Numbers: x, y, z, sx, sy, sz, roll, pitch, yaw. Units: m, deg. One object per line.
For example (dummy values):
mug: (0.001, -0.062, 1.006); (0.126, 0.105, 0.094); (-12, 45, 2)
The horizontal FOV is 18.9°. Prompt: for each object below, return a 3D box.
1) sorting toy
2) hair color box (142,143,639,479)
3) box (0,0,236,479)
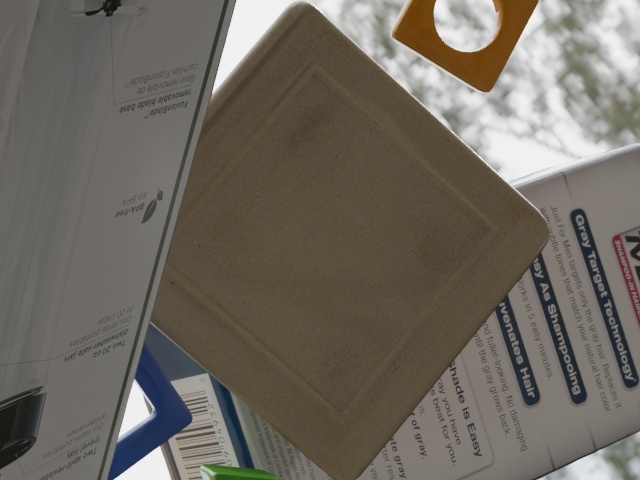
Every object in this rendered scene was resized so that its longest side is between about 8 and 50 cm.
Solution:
sorting toy: (0.000, 0.000, 1.011); (0.196, 0.047, 0.347); (42, -99, -14)
hair color box: (0.069, 0.071, 1.165); (0.347, 0.105, 0.174); (-18, -89, -33)
box: (-0.110, -0.018, 0.497); (0.169, 0.087, 0.290); (-25, -45, -58)
